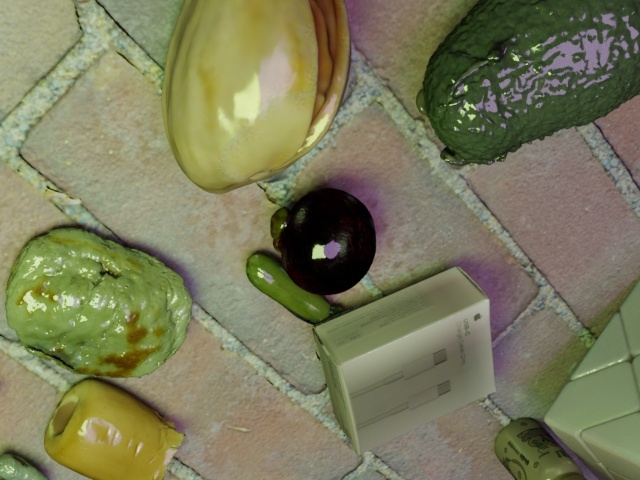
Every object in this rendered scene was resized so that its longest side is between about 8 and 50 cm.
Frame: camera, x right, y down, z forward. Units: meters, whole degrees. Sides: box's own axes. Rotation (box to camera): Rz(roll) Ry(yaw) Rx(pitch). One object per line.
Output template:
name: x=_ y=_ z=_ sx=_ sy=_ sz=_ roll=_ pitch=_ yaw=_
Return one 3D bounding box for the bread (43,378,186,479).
bread: x=-0.295 y=0.282 z=1.306 sx=0.173 sy=0.085 sz=0.134 roll=33 pitch=98 yaw=-30

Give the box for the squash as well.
squash: x=-0.039 y=0.076 z=1.336 sx=0.052 sy=0.052 sz=0.183 roll=-48 pitch=124 yaw=5

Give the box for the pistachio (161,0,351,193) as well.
pistachio: x=-0.081 y=-0.198 z=1.106 sx=0.229 sy=0.230 sz=0.309 roll=7 pitch=106 yaw=-24

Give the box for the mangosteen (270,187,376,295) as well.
mangosteen: x=0.000 y=0.000 z=1.270 sx=0.152 sy=0.152 sz=0.153 roll=-8 pitch=116 yaw=-18

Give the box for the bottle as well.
bottle: x=0.387 y=0.391 z=1.547 sx=0.110 sy=0.209 sz=0.097 roll=-7 pitch=116 yaw=-19

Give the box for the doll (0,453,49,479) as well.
doll: x=-0.432 y=0.392 z=1.312 sx=0.103 sy=0.071 sz=0.214 roll=0 pitch=116 yaw=-20

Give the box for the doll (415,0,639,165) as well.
doll: x=0.288 y=-0.238 z=1.221 sx=0.349 sy=0.247 sz=0.247 roll=-35 pitch=121 yaw=-7

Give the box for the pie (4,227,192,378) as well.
pie: x=-0.294 y=0.101 z=1.223 sx=0.247 sy=0.090 sz=0.201 roll=23 pitch=106 yaw=-24

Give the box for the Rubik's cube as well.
Rubik's cube: x=0.620 y=0.295 z=1.493 sx=0.322 sy=0.318 sz=0.316 roll=-52 pitch=122 yaw=-13

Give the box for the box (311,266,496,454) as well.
box: x=0.131 y=0.180 z=1.400 sx=0.251 sy=0.106 sz=0.203 roll=-22 pitch=128 yaw=-13
